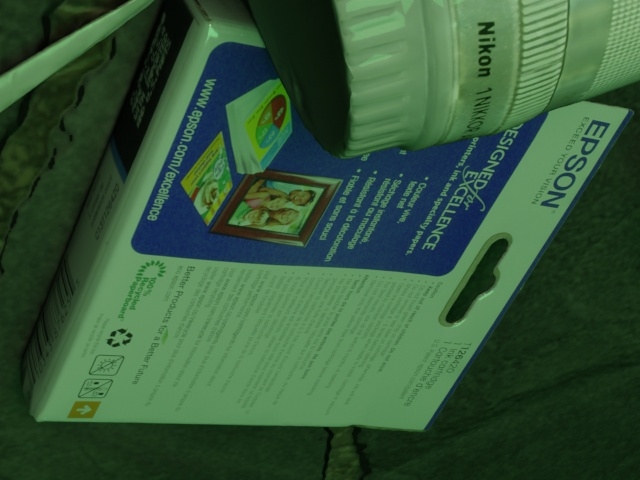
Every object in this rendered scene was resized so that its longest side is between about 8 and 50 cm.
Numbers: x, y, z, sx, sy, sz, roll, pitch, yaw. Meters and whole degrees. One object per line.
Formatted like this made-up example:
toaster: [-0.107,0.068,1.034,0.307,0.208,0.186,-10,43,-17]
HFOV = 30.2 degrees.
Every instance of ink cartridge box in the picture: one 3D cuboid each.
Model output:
ink cartridge box: [0.000,0.000,0.761,0.307,0.072,0.304,5,127,-34]

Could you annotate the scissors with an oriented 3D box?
scissors: [-0.214,-0.055,0.625,0.297,0.021,0.109,-41,135,17]

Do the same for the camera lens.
camera lens: [0.103,-0.173,0.526,0.274,0.219,0.219,-20,137,-9]
